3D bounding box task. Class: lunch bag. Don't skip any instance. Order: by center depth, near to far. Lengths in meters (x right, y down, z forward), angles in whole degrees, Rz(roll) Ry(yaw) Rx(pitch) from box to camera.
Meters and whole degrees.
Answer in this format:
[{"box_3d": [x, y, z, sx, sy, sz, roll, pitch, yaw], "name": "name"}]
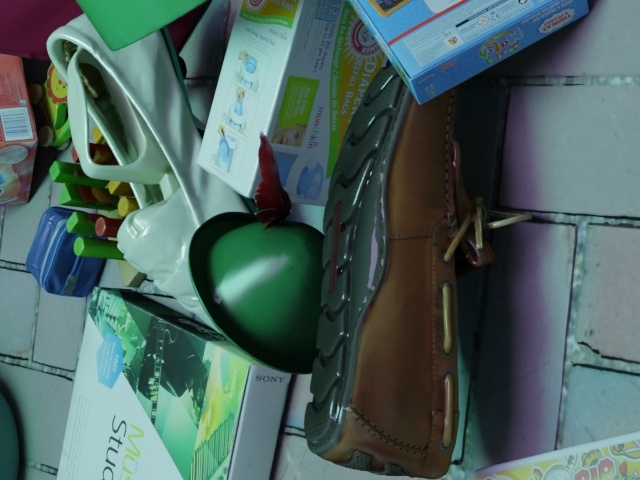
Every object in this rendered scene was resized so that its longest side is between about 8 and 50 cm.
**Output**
[{"box_3d": [-0.276, 0.011, 2.139, 0.065, 0.067, 0.098, 40, 115, 48], "name": "lunch bag"}]

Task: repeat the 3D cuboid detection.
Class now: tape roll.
[{"box_3d": [-0.075, -0.287, 1.725, 0.321, 0.321, 0.077, -17, 110, 51], "name": "tape roll"}]

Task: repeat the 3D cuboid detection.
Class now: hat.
[{"box_3d": [0.000, 0.000, 1.672, 0.173, 0.208, 0.183, 49, 123, 5], "name": "hat"}]

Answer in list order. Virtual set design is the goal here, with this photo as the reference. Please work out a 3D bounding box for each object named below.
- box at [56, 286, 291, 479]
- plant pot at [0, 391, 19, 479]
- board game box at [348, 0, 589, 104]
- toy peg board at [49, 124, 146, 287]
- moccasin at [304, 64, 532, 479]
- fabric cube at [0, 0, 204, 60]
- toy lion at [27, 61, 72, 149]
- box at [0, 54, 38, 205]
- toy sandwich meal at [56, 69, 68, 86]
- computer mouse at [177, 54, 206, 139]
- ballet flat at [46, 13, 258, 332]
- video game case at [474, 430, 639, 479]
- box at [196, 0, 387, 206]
[{"box_3d": [-0.156, 0.195, 1.959, 0.322, 0.058, 0.232, 19, 100, 52], "name": "box"}, {"box_3d": [-0.494, 0.254, 2.255, 0.293, 0.235, 0.293, -11, 76, 53], "name": "plant pot"}, {"box_3d": [0.103, -0.225, 1.612, 0.160, 0.039, 0.211, -29, 51, -2], "name": "board game box"}, {"box_3d": [-0.214, -0.062, 2.058, 0.160, 0.079, 0.161, -51, 48, 36], "name": "toy peg board"}, {"box_3d": [0.085, 0.007, 1.602, 0.139, 0.147, 0.380, 137, 142, -61], "name": "moccasin"}, {"box_3d": [-0.252, -0.358, 2.003, 0.258, 0.259, 0.254, -54, 47, 35], "name": "fabric cube"}, {"box_3d": [-0.295, -0.168, 2.227, 0.096, 0.034, 0.100, -40, 55, 34], "name": "toy lion"}, {"box_3d": [-0.439, -0.194, 2.288, 0.142, 0.154, 0.300, 113, 145, -56], "name": "box"}, {"box_3d": [-0.265, -0.208, 2.174, 0.085, 0.029, 0.085, -11, 72, 37], "name": "toy sandwich meal"}, {"box_3d": [-0.140, -0.095, 1.972, 0.106, 0.042, 0.193, -41, 68, 29], "name": "computer mouse"}, {"box_3d": [-0.159, -0.053, 1.872, 0.139, 0.139, 0.400, -42, 67, 42], "name": "ballet flat"}, {"box_3d": [0.208, 0.261, 1.486, 0.227, 0.026, 0.206, -23, 67, 50], "name": "video game case"}, {"box_3d": [-0.020, -0.144, 1.779, 0.103, 0.114, 0.203, 34, 114, 51], "name": "box"}]
